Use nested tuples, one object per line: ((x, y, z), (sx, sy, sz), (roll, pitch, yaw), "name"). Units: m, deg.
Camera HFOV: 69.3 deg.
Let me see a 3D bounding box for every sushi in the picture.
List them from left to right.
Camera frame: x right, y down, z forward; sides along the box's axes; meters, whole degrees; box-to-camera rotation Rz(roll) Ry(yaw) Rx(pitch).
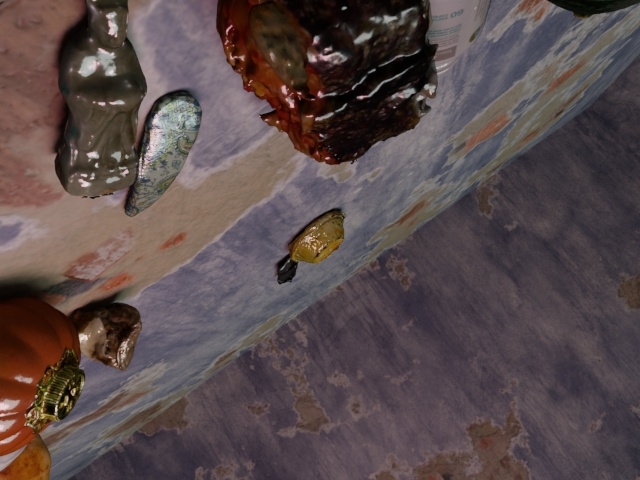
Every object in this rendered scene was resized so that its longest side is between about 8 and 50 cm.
((0.014, -0.188, 0.493), (0.182, 0.196, 0.343), (-44, 167, 3), "sushi")

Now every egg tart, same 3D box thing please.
((0.001, 0.001, 1.366), (0.212, 0.090, 0.212), (-38, 168, -9), "egg tart")

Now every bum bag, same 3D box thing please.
((-0.103, 0.097, 1.511), (0.087, 0.049, 0.197), (-37, 167, -18), "bum bag")

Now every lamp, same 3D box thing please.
((-0.444, 0.190, 0.653), (0.223, 0.196, 0.223), (-161, -90, -89), "lamp")

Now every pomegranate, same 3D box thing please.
((-0.757, 0.550, 1.077), (0.248, 0.248, 0.248), (-34, 167, -9), "pomegranate")

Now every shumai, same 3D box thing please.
((-0.417, 0.184, 0.872), (0.145, 0.145, 0.116), (-42, 155, 25), "shumai")

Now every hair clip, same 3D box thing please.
((-0.211, -0.094, 0.596), (0.066, 0.036, 0.229), (-13, 154, -45), "hair clip")

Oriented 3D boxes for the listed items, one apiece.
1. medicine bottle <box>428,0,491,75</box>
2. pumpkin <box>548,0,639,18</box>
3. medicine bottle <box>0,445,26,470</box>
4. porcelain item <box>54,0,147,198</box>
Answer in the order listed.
((0.137, -0.291, 0.564), (0.135, 0.135, 0.215), (-36, 167, 3), "medicine bottle")
((0.352, -0.403, 0.483), (0.323, 0.241, 0.323), (-32, 167, -8), "pumpkin")
((-0.678, 0.393, 0.834), (0.293, 0.170, 0.170), (-39, 167, 16), "medicine bottle")
((-0.201, -0.136, 0.435), (0.081, 0.069, 0.215), (-18, 154, -40), "porcelain item")
